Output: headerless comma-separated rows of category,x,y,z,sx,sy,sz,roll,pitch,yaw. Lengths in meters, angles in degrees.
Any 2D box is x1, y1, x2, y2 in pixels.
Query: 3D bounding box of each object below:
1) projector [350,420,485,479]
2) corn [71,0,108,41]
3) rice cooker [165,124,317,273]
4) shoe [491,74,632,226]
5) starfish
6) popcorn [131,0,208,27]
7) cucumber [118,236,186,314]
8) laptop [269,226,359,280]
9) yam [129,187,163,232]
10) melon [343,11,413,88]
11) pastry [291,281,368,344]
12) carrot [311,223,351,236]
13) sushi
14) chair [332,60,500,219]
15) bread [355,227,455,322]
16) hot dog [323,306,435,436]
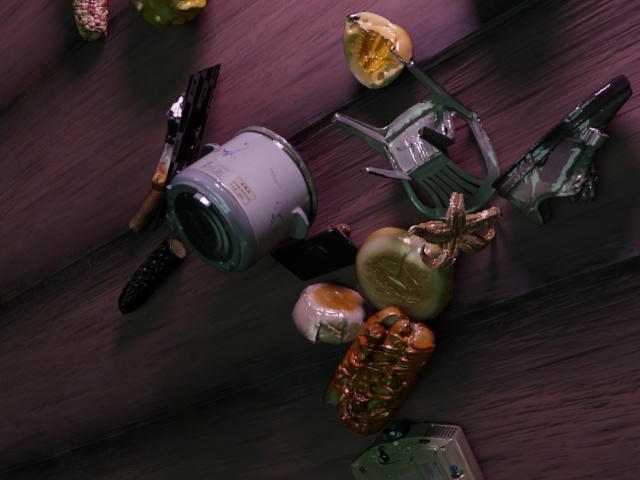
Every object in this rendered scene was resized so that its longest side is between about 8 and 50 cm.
projector,0.196,0.489,1.474,0.269,0.088,0.194,-25,89,31
corn,-0.582,-0.647,1.714,0.098,0.098,0.290,3,101,29
rice cooker,-0.156,-0.092,1.461,0.316,0.316,0.264,36,143,20
shoe,0.453,-0.142,1.213,0.149,0.109,0.293,51,121,8
starfish,0.253,-0.016,1.290,0.053,0.209,0.150,-170,83,-64
popcorn,-0.336,-0.604,1.548,0.266,0.192,0.233,24,128,49
cucumber,-0.449,0.102,1.782,0.300,0.072,0.072,-43,77,28
laptop,-0.005,0.033,1.502,0.180,0.129,0.016,-21,45,31
yam,-0.406,-0.119,1.735,0.046,0.046,0.264,49,119,13
melon,0.115,-0.377,1.383,0.160,0.079,0.128,44,135,15
pastry,0.021,0.157,1.481,0.165,0.165,0.088,24,117,24
carrot,-0.001,-0.001,1.533,0.165,0.035,0.036,-20,88,33
sushi,-0.318,-0.228,1.512,0.068,0.320,0.340,17,111,-2
chair,0.194,-0.167,1.307,0.203,0.274,0.191,-33,58,31
bread,0.174,0.068,1.401,0.213,0.104,0.214,12,115,27
hot dog,0.112,0.283,1.425,0.158,0.117,0.349,37,131,11
